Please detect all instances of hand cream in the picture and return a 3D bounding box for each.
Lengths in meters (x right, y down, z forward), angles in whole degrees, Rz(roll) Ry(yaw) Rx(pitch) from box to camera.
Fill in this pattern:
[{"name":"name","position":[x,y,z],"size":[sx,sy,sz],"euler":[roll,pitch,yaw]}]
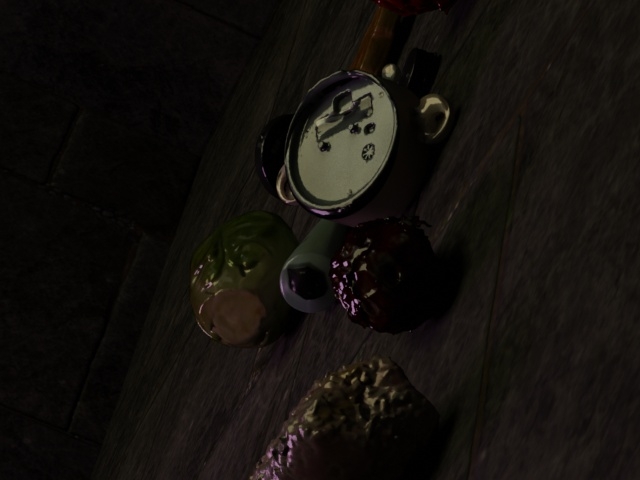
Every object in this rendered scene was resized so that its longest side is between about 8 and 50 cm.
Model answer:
[{"name":"hand cream","position":[0.000,0.000,2.110],"size":[0.109,0.067,0.320],"euler":[-63,4,18]}]

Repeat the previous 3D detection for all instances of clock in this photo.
[{"name":"clock","position":[0.033,-0.093,1.832],"size":[0.229,0.063,0.155],"euler":[-21,67,36]}]

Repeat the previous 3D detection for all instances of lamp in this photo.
[{"name":"lamp","position":[0.015,-0.135,2.136],"size":[0.371,0.109,0.130],"euler":[148,143,-70]}]

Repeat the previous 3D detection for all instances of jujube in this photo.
[{"name":"jujube","position":[0.056,0.032,1.549],"size":[0.166,0.104,0.104],"euler":[65,-132,-84]}]

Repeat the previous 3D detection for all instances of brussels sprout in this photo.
[{"name":"brussels sprout","position":[-0.087,0.053,2.212],"size":[0.161,0.144,0.180],"euler":[-32,21,34]}]

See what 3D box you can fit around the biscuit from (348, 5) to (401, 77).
[{"name":"biscuit","position":[0.064,-0.225,2.346],"size":[0.212,0.041,0.238],"euler":[-78,12,-72]}]

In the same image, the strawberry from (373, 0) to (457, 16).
[{"name":"strawberry","position":[0.069,-0.355,1.975],"size":[0.205,0.244,0.205],"euler":[-157,90,-79]}]

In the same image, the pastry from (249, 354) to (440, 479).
[{"name":"pastry","position":[0.003,0.180,1.414],"size":[0.112,0.103,0.265],"euler":[-51,-6,-28]}]
